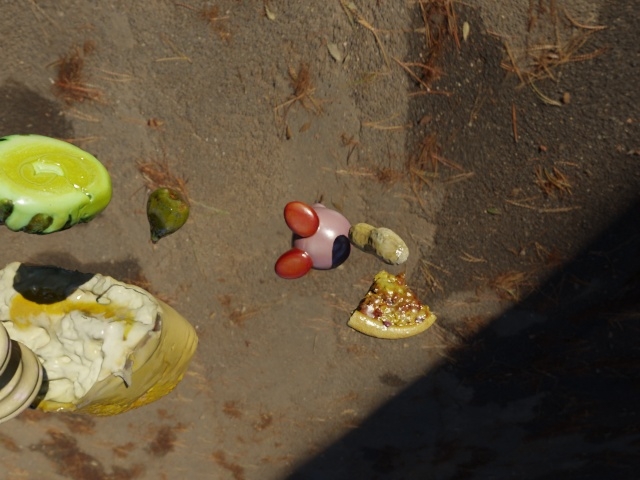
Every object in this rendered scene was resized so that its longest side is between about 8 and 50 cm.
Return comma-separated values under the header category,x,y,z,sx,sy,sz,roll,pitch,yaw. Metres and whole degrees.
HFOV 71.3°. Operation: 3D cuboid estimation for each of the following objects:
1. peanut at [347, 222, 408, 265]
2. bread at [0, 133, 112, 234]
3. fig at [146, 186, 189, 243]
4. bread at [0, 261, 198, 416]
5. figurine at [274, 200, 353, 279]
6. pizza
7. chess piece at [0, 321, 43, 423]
category,x,y,z,sx,sy,sz,roll,pitch,yaw
peanut,0.168,0.005,1.320,0.214,0.099,0.099,23,144,46
bread,-0.314,-0.060,0.504,0.130,0.139,0.071,36,125,-15
fig,-0.490,-0.080,1.414,0.133,0.126,0.185,30,139,-10
bread,-0.458,0.239,0.921,0.362,0.250,0.394,10,154,7
figurine,0.002,0.003,1.521,0.211,0.261,0.269,18,107,20
pizza,0.211,0.184,1.343,0.290,0.228,0.081,2,144,-14
chess piece,-0.387,0.118,0.463,0.117,0.117,0.397,23,148,-11
